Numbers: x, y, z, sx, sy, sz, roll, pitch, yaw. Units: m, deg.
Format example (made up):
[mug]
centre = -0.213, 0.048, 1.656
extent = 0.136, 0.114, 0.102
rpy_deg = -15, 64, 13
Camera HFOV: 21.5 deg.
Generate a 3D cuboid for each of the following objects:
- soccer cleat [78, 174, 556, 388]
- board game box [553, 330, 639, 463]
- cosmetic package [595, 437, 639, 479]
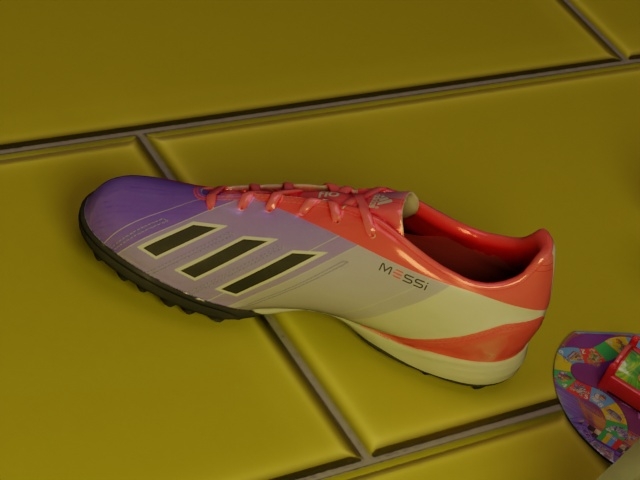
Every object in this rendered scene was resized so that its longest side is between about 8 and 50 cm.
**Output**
[soccer cleat]
centre = 0.000, 0.000, 1.122
extent = 0.318, 0.116, 0.109
rpy_deg = 17, 39, -4
[board game box]
centre = 0.247, 0.102, 1.175
extent = 0.168, 0.033, 0.133
rpy_deg = 4, 42, -19
[cosmetic package]
centre = 0.333, 0.275, 0.890
extent = 0.377, 0.097, 0.284
rpy_deg = 25, 38, -19
